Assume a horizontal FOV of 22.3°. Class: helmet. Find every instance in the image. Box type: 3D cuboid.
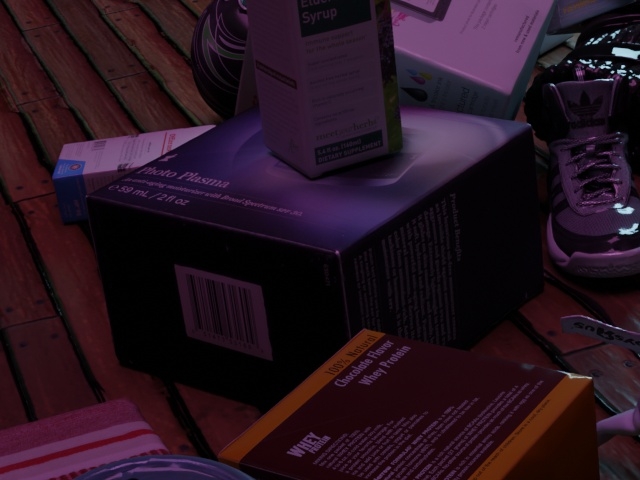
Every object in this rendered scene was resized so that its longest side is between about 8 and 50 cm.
[{"bbox_3d":[-0.080,-0.224,1.979,0.162,0.169,0.169,19,33,17],"label":"helmet"}]

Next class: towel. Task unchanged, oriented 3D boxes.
[{"bbox_3d":[-0.213,0.211,1.208,0.237,0.037,0.329,-15,18,-16],"label":"towel"}]

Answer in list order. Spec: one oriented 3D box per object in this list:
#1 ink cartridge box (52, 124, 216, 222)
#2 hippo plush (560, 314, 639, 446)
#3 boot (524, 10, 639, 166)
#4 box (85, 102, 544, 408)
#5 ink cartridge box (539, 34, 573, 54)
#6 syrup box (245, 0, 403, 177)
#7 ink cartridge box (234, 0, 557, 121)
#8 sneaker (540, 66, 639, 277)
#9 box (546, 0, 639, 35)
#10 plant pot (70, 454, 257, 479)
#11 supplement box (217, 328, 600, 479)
[{"bbox_3d":[-0.204,-0.076,1.836,0.180,0.060,0.104,-7,24,3],"label":"ink cartridge box"},{"bbox_3d":[0.294,0.111,1.081,0.294,0.234,0.236,0,26,16],"label":"hippo plush"},{"bbox_3d":[0.414,-0.183,1.779,0.348,0.131,0.260,-9,16,24],"label":"boot"},{"bbox_3d":[0.000,0.000,1.474,0.296,0.182,0.294,13,31,37],"label":"box"},{"bbox_3d":[0.204,-0.280,2.101,0.160,0.092,0.219,16,34,41],"label":"ink cartridge box"},{"bbox_3d":[-0.001,-0.185,1.370,0.093,0.236,0.096,-17,28,-22],"label":"syrup box"},{"bbox_3d":[0.076,-0.189,1.677,0.270,0.198,0.197,22,49,8],"label":"ink cartridge box"},{"bbox_3d":[0.262,-0.075,1.577,0.101,0.153,0.268,-7,25,5],"label":"sneaker"},{"bbox_3d":[0.417,-0.306,2.004,0.231,0.056,0.183,-8,-3,-28],"label":"box"},{"bbox_3d":[-0.087,0.236,0.904,0.290,0.195,0.290,-2,29,1],"label":"plant pot"},{"bbox_3d":[0.067,0.176,1.137,0.194,0.129,0.191,10,31,34],"label":"supplement box"}]
